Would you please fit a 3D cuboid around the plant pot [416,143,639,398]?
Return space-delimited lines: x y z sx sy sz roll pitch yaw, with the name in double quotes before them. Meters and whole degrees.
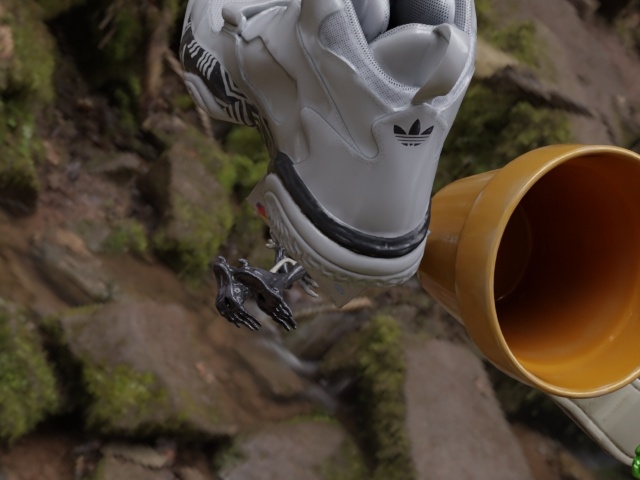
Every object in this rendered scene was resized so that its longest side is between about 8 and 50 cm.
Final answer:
"plant pot" 0.180 0.015 1.079 0.205 0.205 0.188 35 -8 -25

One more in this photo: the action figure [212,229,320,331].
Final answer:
"action figure" 0.000 0.000 1.419 0.141 0.164 0.275 54 53 -14

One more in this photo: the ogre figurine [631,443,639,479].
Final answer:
"ogre figurine" 0.377 0.146 1.217 0.097 0.197 0.118 54 -18 2

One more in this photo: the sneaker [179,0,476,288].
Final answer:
"sneaker" 0.005 -0.152 0.934 0.137 0.210 0.366 1 40 -27

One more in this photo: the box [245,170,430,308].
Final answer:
"box" 0.010 -0.023 1.150 0.145 0.038 0.186 50 -26 3

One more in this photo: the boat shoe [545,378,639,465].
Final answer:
"boat shoe" 0.293 0.135 1.451 0.324 0.116 0.097 48 -4 -29
